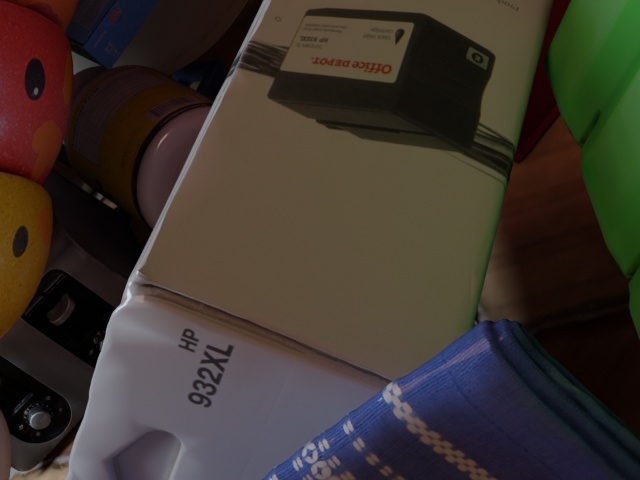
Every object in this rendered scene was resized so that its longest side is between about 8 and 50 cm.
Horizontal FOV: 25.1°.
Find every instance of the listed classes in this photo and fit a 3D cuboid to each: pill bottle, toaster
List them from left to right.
[{"bbox_3d":[-0.211,0.045,1.060,0.168,0.110,0.186,-45,35,8],"label":"toaster"},{"bbox_3d":[-0.126,-0.071,1.060,0.103,0.103,0.184,-54,40,-4],"label":"pill bottle"}]

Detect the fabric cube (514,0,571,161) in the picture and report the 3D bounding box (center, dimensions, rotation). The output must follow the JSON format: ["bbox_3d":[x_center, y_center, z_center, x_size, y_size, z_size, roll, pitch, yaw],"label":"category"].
[{"bbox_3d":[0.064,-0.252,0.885,0.259,0.258,0.254,-52,34,1],"label":"fabric cube"}]

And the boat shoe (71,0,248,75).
[{"bbox_3d":[-0.094,-0.229,1.170,0.305,0.109,0.091,-42,10,3],"label":"boat shoe"}]

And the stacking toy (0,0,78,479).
[{"bbox_3d":[-0.278,-0.031,0.916,0.350,0.350,0.480,-18,79,39],"label":"stacking toy"}]

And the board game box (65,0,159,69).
[{"bbox_3d":[-0.191,-0.235,1.119,0.211,0.039,0.160,29,81,38],"label":"board game box"}]

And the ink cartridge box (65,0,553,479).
[{"bbox_3d":[0.000,0.000,0.667,0.223,0.129,0.307,113,178,-47],"label":"ink cartridge box"}]

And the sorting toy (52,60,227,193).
[{"bbox_3d":[-0.209,-0.137,1.275,0.196,0.047,0.347,-55,35,-5],"label":"sorting toy"}]

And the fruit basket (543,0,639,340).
[{"bbox_3d":[0.289,-0.069,0.488,0.392,0.282,0.392,-44,35,42],"label":"fruit basket"}]

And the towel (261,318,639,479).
[{"bbox_3d":[0.019,0.194,0.549,0.336,0.243,0.040,-40,27,18],"label":"towel"}]
